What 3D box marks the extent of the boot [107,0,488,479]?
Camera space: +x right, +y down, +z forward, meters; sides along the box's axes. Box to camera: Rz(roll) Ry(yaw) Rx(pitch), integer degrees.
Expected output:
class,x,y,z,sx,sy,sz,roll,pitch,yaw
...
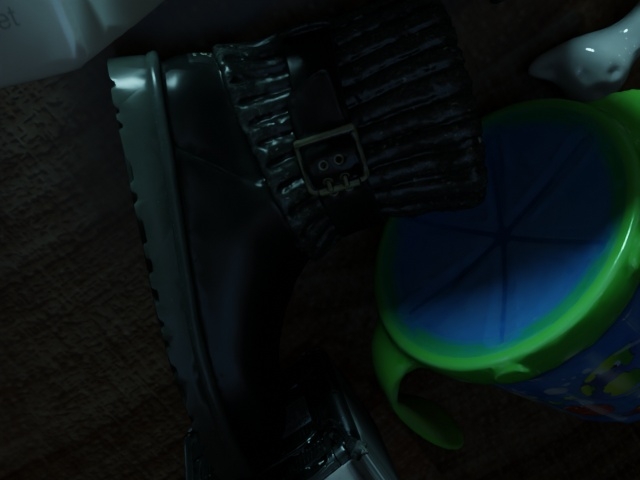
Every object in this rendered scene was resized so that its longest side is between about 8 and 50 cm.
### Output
class,x,y,z,sx,sy,sz,roll,pitch,yaw
boot,0.001,0.000,0.602,0.260,0.131,0.348,-11,103,-9

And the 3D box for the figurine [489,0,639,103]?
class,x,y,z,sx,sy,sz,roll,pitch,yaw
figurine,0.236,-0.219,0.623,0.209,0.092,0.215,-35,118,12

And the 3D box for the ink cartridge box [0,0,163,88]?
class,x,y,z,sx,sy,sz,roll,pitch,yaw
ink cartridge box,-0.250,-0.240,0.292,0.279,0.160,0.385,-9,118,14

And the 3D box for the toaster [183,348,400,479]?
class,x,y,z,sx,sy,sz,roll,pitch,yaw
toaster,-0.024,0.206,0.685,0.168,0.186,0.110,-35,113,3

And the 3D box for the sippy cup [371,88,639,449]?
class,x,y,z,sx,sy,sz,roll,pitch,yaw
sippy cup,0.202,0.039,0.657,0.305,0.240,0.224,-21,138,40
